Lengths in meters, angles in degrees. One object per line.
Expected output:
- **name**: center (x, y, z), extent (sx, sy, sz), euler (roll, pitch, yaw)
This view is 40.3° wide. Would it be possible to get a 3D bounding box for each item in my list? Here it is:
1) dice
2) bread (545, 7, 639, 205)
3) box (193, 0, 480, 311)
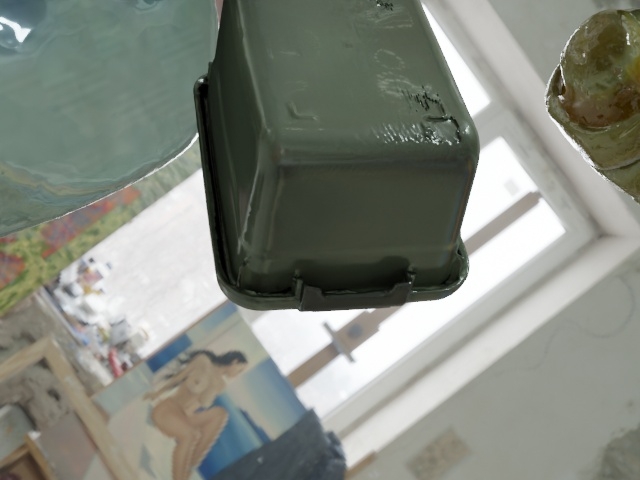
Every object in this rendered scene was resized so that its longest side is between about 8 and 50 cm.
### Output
- **dice**: center (-0.248, -0.148, 0.580), extent (0.268, 0.262, 0.265), euler (-4, -67, 34)
- **bread**: center (0.487, -0.197, 1.358), extent (0.341, 0.210, 0.300), euler (22, 54, -34)
- **box**: center (0.006, -0.058, 0.421), extent (0.093, 0.124, 0.172), euler (102, -20, -46)
